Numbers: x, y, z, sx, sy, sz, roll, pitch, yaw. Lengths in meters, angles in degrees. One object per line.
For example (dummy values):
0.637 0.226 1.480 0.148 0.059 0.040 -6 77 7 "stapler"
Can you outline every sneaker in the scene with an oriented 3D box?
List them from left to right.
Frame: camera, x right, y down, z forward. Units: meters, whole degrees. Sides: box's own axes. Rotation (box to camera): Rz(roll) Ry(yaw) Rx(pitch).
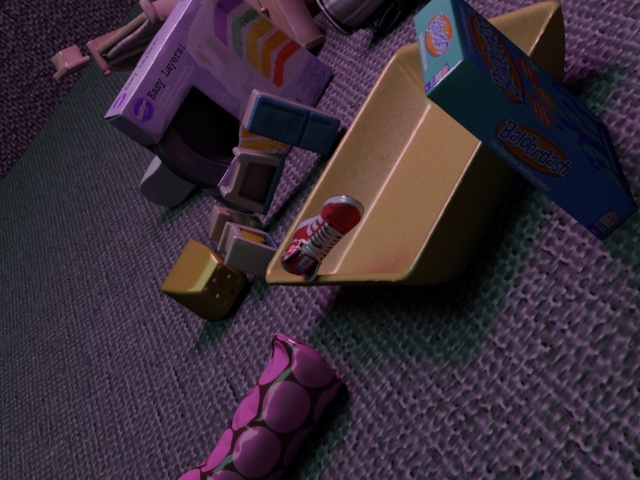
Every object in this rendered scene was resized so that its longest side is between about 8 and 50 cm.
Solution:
-0.186 -0.179 2.202 0.292 0.108 0.169 -28 36 51 "sneaker"
0.000 0.000 1.402 0.118 0.042 0.067 -37 22 55 "sneaker"

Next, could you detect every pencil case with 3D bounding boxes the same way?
-0.066 0.197 1.395 0.098 0.095 0.209 32 84 38 "pencil case"

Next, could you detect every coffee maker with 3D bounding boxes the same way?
0.094 -0.394 1.930 0.178 0.120 0.171 -32 29 43 "coffee maker"

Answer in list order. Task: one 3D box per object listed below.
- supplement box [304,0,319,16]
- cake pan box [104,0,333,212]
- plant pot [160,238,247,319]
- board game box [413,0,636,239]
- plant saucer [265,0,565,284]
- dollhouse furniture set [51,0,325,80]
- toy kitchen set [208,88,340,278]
-0.038 -0.429 2.281 0.188 0.104 0.081 -38 26 35 "supplement box"
-0.143 -0.203 1.957 0.267 0.245 0.070 -60 21 -17 "cake pan box"
-0.143 0.056 1.790 0.081 0.081 0.083 -59 27 -10 "plant pot"
0.175 -0.113 1.196 0.047 0.210 0.160 -44 24 24 "board game box"
0.112 -0.076 1.454 0.333 0.081 0.332 -60 21 -16 "plant saucer"
-0.173 -0.305 2.075 0.355 0.174 0.303 -32 6 -35 "dollhouse furniture set"
-0.049 -0.068 1.783 0.166 0.122 0.207 -128 55 -68 "toy kitchen set"
